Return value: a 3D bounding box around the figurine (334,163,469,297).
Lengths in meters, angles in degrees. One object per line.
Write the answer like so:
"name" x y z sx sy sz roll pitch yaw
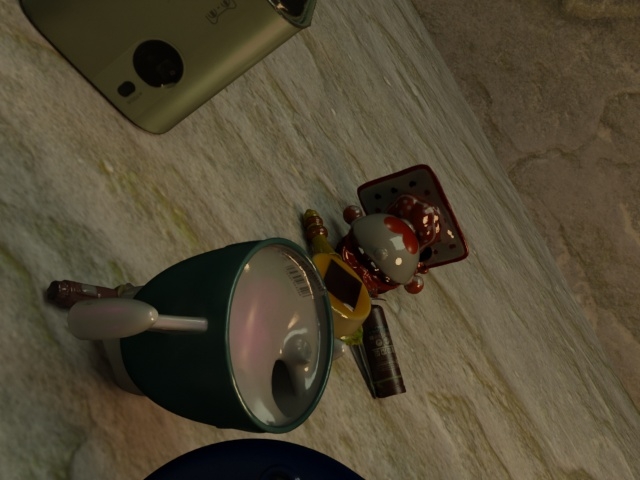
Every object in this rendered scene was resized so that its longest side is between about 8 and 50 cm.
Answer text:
"figurine" 0.107 0.014 1.278 0.226 0.160 0.183 -43 111 -51

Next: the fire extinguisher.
"fire extinguisher" 0.082 0.148 1.153 0.064 0.043 0.158 -11 76 -17

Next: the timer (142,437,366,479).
"timer" 0.004 0.312 0.666 0.270 0.270 0.383 70 12 22

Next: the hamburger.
"hamburger" 0.009 0.085 1.072 0.141 0.081 0.126 31 33 -25

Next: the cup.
"cup" -0.100 0.089 0.726 0.300 0.173 0.167 21 66 -54

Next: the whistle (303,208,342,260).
"whistle" 0.004 -0.002 1.206 0.057 0.046 0.109 20 37 -33

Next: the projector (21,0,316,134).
"projector" -0.173 -0.320 0.983 0.248 0.249 0.248 47 28 -24

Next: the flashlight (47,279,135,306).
"flashlight" -0.208 0.054 0.757 0.110 0.031 0.052 20 46 -54
